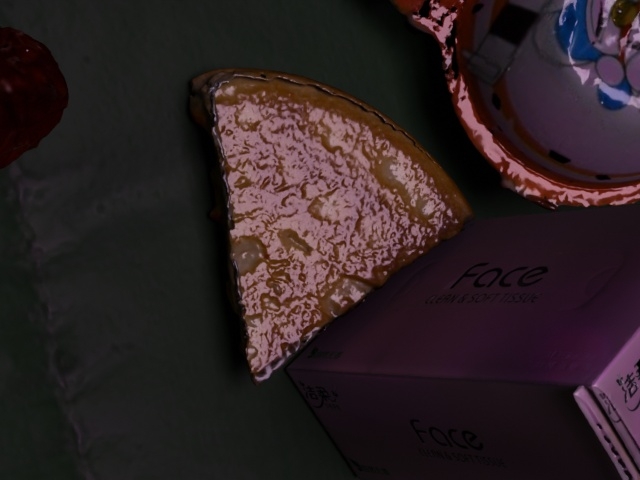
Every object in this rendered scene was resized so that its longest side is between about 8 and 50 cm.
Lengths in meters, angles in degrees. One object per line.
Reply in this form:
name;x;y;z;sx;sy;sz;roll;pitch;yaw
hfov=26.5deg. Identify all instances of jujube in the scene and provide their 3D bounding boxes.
jujube;-0.177;-0.061;0.637;0.129;0.077;0.077;-23;101;-44

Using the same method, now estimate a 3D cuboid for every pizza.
pizza;0.000;0.000;0.772;0.184;0.036;0.176;14;82;-23

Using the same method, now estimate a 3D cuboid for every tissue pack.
tissue pack;0.112;0.062;0.727;0.148;0.246;0.092;-44;112;-29

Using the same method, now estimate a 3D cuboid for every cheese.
cheese;0.134;-0.146;0.822;0.329;0.129;0.217;32;89;-13
